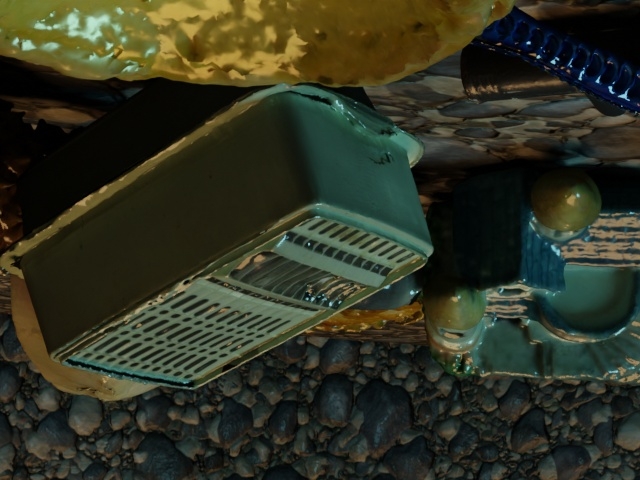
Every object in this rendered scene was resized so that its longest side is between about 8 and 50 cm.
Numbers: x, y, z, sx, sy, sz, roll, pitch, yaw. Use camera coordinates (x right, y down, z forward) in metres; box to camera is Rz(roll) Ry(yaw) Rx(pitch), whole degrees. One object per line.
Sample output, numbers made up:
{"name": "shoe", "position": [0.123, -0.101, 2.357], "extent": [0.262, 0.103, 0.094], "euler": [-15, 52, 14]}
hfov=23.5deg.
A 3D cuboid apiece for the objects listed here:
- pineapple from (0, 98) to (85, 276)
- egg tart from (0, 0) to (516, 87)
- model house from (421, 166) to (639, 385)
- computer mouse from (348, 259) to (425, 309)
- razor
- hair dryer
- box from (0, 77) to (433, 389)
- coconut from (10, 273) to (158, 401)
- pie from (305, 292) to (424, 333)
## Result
{"name": "pineapple", "position": [-0.279, -0.054, 1.262], "extent": [0.362, 0.202, 0.202], "euler": [-9, 179, -35]}
{"name": "egg tart", "position": [-0.047, -0.149, 0.707], "extent": [0.294, 0.123, 0.294], "euler": [0, 174, 0]}
{"name": "model house", "position": [0.231, 0.024, 1.510], "extent": [0.267, 0.194, 0.325], "euler": [2, 168, 5]}
{"name": "computer mouse", "position": [0.002, -0.003, 1.627], "extent": [0.203, 0.114, 0.374], "euler": [3, -176, -16]}
{"name": "razor", "position": [0.184, -0.099, 0.962], "extent": [0.324, 0.093, 0.056], "euler": [22, -173, -12]}
{"name": "hair dryer", "position": [0.217, -0.114, 1.087], "extent": [0.173, 0.050, 0.195], "euler": [-1, 174, 31]}
{"name": "box", "position": [-0.075, -0.017, 1.144], "extent": [0.290, 0.166, 0.220], "euler": [-30, 155, 23]}
{"name": "coconut", "position": [-0.191, 0.028, 1.499], "extent": [0.259, 0.259, 0.259], "euler": [3, 171, 0]}
{"name": "pie", "position": [0.001, 0.065, 2.167], "extent": [0.315, 0.092, 0.315], "euler": [2, 166, 0]}
